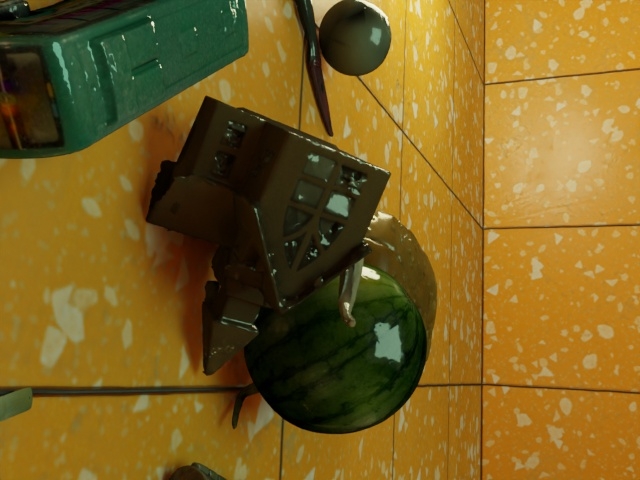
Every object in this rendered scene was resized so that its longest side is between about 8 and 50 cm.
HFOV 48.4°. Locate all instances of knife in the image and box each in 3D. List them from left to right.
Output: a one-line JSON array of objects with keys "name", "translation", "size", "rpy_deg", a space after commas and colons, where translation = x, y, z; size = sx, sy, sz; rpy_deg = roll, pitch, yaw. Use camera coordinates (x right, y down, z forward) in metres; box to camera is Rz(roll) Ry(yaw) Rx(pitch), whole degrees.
[{"name": "knife", "translation": [-0.008, -0.250, 0.968], "size": [0.035, 0.018, 0.247], "rpy_deg": [-66, 148, -52]}]

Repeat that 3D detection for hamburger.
[{"name": "hamburger", "translation": [0.074, 0.100, 0.991], "size": [0.283, 0.144, 0.260], "rpy_deg": [44, 49, -64]}]

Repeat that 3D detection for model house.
[{"name": "model house", "translation": [-0.078, 0.010, 0.653], "size": [0.176, 0.181, 0.248], "rpy_deg": [18, 99, -27]}]

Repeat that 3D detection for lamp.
[{"name": "lamp", "translation": [0.048, -0.284, 0.995], "size": [0.105, 0.105, 0.105], "rpy_deg": [-1, 90, -68]}]

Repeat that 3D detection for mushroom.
[{"name": "mushroom", "translation": [0.003, 0.001, 0.717], "size": [0.068, 0.043, 0.306], "rpy_deg": [-70, -157, 11]}]

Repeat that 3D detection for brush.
[{"name": "brush", "translation": [-0.210, 0.109, 0.447], "size": [0.083, 0.013, 0.016], "rpy_deg": [-7, 93, -70]}]

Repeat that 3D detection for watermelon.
[{"name": "watermelon", "translation": [0.005, 0.118, 0.762], "size": [0.188, 0.214, 0.188], "rpy_deg": [54, 13, -18]}]

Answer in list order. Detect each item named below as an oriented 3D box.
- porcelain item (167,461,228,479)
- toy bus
[{"name": "porcelain item", "translation": [-0.084, 0.277, 0.701], "size": [0.213, 0.054, 0.084], "rpy_deg": [52, 43, -57]}, {"name": "toy bus", "translation": [-0.145, -0.137, 0.504], "size": [0.262, 0.109, 0.091], "rpy_deg": [-56, 145, -54]}]
